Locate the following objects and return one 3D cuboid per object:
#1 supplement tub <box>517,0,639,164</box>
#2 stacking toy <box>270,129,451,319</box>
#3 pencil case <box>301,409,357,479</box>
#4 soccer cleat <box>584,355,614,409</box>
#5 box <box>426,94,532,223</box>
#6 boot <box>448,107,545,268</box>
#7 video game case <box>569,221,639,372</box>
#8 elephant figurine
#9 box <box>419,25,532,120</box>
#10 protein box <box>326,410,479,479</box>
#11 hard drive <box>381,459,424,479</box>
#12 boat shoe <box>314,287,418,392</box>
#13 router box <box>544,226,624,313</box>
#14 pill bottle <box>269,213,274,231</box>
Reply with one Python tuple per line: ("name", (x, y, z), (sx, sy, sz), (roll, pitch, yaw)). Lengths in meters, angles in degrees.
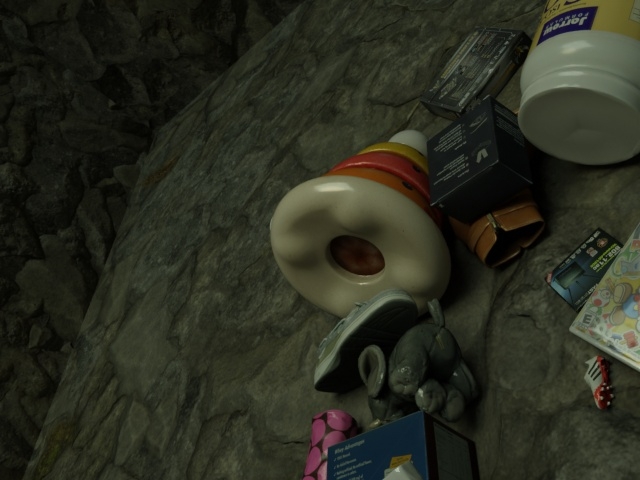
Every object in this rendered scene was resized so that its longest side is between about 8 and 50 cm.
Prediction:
("supplement tub", (0.480, -0.320, 1.110), (0.241, 0.241, 0.331), (-5, 55, 53))
("stacking toy", (0.134, -0.095, 1.364), (0.350, 0.350, 0.480), (-26, 25, 39))
("pencil case", (0.007, 0.413, 1.172), (0.098, 0.095, 0.209), (-32, 34, 45))
("soccer cleat", (0.387, 0.200, 0.921), (0.035, 0.029, 0.083), (-34, 31, 46))
("box", (0.277, -0.140, 1.165), (0.156, 0.093, 0.158), (-36, 39, 42))
("boot", (0.349, -0.100, 1.196), (0.283, 0.109, 0.220), (-45, 30, 18))
("video game case", (0.476, 0.087, 0.867), (0.206, 0.026, 0.227), (-57, 37, 2))
("elephant figurine", (0.134, 0.247, 1.118), (0.186, 0.169, 0.239), (-40, 0, -38))
("box", (0.359, -0.387, 1.532), (0.231, 0.056, 0.183), (-52, 29, 2))
("protein box", (0.122, 0.396, 0.978), (0.199, 0.136, 0.201), (-32, 36, 32))
("hard drive", (0.132, 0.460, 0.807), (0.203, 0.040, 0.307), (-49, 64, 25))
("boat shoe", (0.071, 0.176, 1.223), (0.320, 0.118, 0.103), (120, 150, -46))
("router box", (0.421, 0.051, 1.014), (0.122, 0.038, 0.092), (-47, 31, 11))
("pill bottle", (0.000, 0.000, 1.471), (0.121, 0.221, 0.121), (-35, 34, 29))
